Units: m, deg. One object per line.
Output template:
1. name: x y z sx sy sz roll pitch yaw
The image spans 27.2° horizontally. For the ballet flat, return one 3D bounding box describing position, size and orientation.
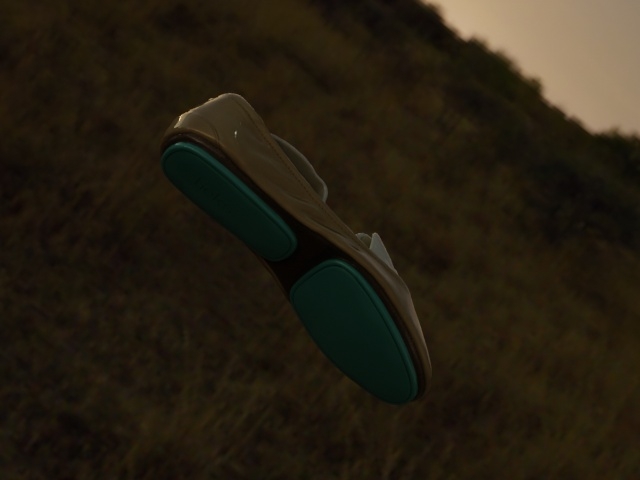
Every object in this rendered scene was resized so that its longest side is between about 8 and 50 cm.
1. ballet flat: 0.000 0.000 0.823 0.232 0.080 0.073 49 47 -12
